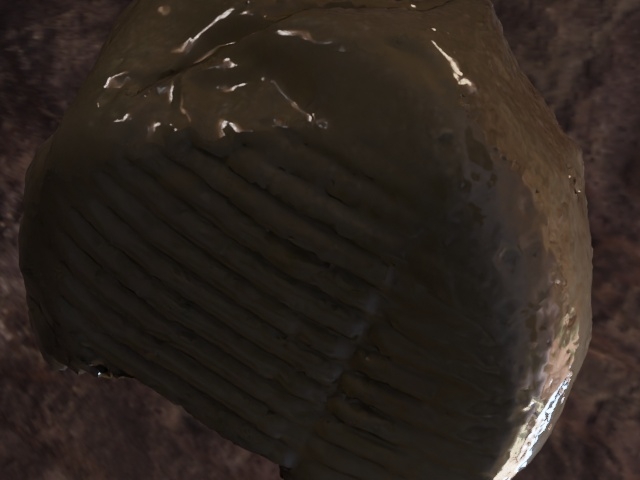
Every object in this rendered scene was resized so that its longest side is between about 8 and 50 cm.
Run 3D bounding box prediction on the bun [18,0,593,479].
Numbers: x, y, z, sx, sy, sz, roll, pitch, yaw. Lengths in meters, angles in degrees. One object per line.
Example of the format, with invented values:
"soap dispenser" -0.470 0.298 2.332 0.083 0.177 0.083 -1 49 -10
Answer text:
"bun" 0.004 -0.012 0.658 0.282 0.205 0.281 9 -57 13
